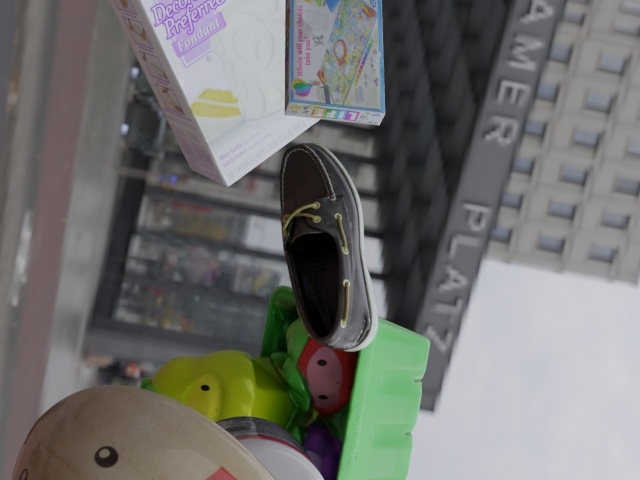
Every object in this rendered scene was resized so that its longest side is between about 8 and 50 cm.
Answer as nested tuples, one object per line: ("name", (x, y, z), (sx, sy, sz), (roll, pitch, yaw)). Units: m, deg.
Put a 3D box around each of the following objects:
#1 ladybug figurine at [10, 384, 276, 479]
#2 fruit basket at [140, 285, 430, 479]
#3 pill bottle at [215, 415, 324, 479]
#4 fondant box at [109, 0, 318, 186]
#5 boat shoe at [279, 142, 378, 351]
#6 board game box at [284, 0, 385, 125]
("ladybug figurine", (-0.146, 0.356, 1.250), (0.449, 0.305, 0.162), (62, 23, -12))
("fruit basket", (-0.060, 0.252, 1.914), (0.283, 0.392, 0.392), (11, -89, 55))
("pill bottle", (-0.086, 0.297, 1.515), (0.318, 0.176, 0.176), (175, -74, -84))
("fondant box", (-0.116, -0.272, 1.714), (0.096, 0.238, 0.330), (27, -32, 49))
("boat shoe", (0.000, 0.000, 1.340), (0.068, 0.081, 0.228), (13, 58, -59))
("board game box", (0.014, -0.200, 1.401), (0.026, 0.103, 0.154), (116, -23, -61))
